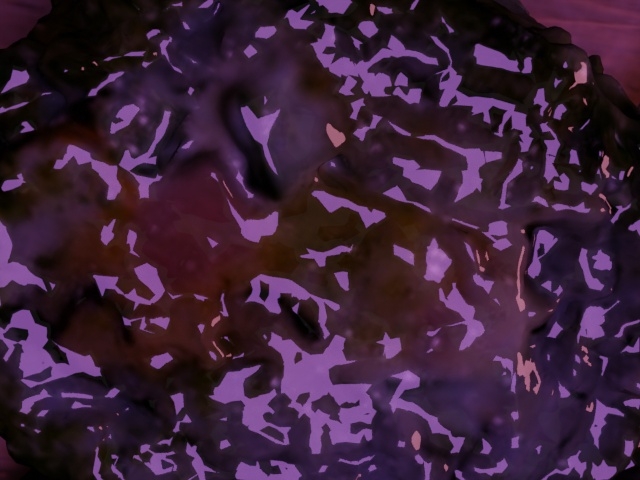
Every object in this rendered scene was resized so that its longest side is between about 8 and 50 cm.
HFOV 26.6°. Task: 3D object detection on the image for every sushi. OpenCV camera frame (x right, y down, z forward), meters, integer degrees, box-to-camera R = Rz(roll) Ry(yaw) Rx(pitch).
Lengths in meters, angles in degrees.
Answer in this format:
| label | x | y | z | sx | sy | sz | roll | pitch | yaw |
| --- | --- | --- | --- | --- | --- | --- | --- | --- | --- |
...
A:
| label | x | y | z | sx | sy | sz | roll | pitch | yaw |
| --- | --- | --- | --- | --- | --- | --- | --- | --- | --- |
| sushi | 0.000 | 0.000 | 0.644 | 0.352 | 0.178 | 0.294 | 28 | 104 | -10 |

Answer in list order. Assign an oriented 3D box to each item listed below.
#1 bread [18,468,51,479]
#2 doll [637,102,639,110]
| label | x | y | z | sx | sy | sz | roll | pitch | yaw |
| --- | --- | --- | --- | --- | --- | --- | --- | --- | --- |
| bread | -0.125 | 0.277 | 0.763 | 0.251 | 0.208 | 0.376 | 39 | 97 | -27 |
| doll | 0.263 | -0.145 | 0.700 | 0.252 | 0.111 | 0.237 | -23 | 133 | -3 |
